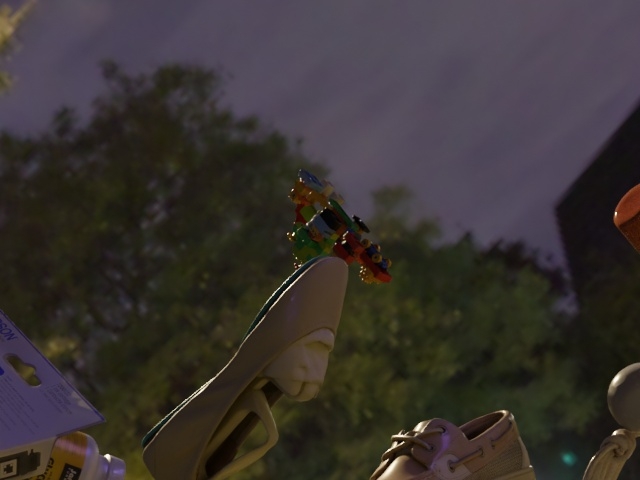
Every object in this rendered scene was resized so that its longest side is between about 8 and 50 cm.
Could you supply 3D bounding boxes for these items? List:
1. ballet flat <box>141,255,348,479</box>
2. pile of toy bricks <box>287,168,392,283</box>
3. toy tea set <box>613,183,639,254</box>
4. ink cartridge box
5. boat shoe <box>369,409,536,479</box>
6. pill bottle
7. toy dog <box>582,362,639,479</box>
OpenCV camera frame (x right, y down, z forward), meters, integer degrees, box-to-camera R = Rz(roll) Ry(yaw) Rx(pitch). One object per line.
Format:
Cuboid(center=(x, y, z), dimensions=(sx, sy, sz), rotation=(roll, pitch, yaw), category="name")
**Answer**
Cuboid(center=(-0.047, 0.124, 1.261), dimensions=(0.248, 0.086, 0.086), rotation=(-48, -13, 13), category="ballet flat")
Cuboid(center=(0.000, 0.000, 2.126), dimensions=(0.105, 0.212, 0.118), rotation=(-47, -39, 13), category="pile of toy bricks")
Cuboid(center=(0.456, -0.084, 1.532), dimensions=(0.336, 0.124, 0.200), rotation=(-33, 26, 43), category="toy tea set")
Cuboid(center=(-0.324, 0.142, 1.296), dimensions=(0.208, 0.206, 0.045), rotation=(-12, -56, -35), category="ink cartridge box")
Cuboid(center=(0.098, 0.220, 1.429), dimensions=(0.109, 0.098, 0.302), rotation=(-15, -7, 40), category="boat shoe")
Cuboid(center=(-0.341, 0.278, 1.877), dimensions=(0.103, 0.184, 0.103), rotation=(-50, 26, 36), category="pill bottle")
Cuboid(center=(0.433, 0.174, 1.670), dimensions=(0.334, 0.161, 0.220), rotation=(-38, -37, -48), category="toy dog")
